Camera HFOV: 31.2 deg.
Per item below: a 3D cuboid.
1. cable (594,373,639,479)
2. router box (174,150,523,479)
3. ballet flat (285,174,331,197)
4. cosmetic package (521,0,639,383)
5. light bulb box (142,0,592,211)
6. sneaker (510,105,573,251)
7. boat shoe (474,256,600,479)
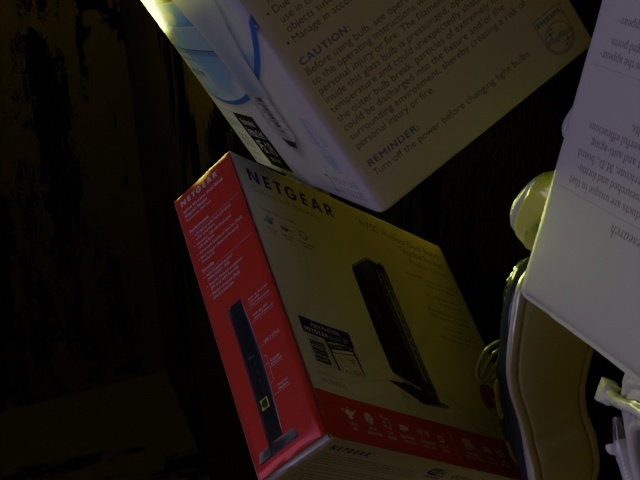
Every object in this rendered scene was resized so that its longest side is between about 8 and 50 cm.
[{"bbox_3d":[0.264,0.183,0.694,0.257,0.089,0.257,69,-179,-78],"label":"cable"},{"bbox_3d":[0.040,0.099,1.080,0.082,0.335,0.301,-39,52,25],"label":"router box"},{"bbox_3d":[0.000,0.000,1.616,0.084,0.058,0.250,10,123,34],"label":"ballet flat"},{"bbox_3d":[0.222,-0.024,0.584,0.151,0.151,0.183,-137,56,-62],"label":"cosmetic package"},{"bbox_3d":[-0.023,-0.252,0.966,0.361,0.225,0.358,54,171,-19],"label":"light bulb box"},{"bbox_3d":[0.225,-0.038,0.807,0.126,0.091,0.240,52,156,17],"label":"sneaker"},{"bbox_3d":[0.189,0.117,0.994,0.079,0.095,0.254,42,154,55],"label":"boat shoe"}]
